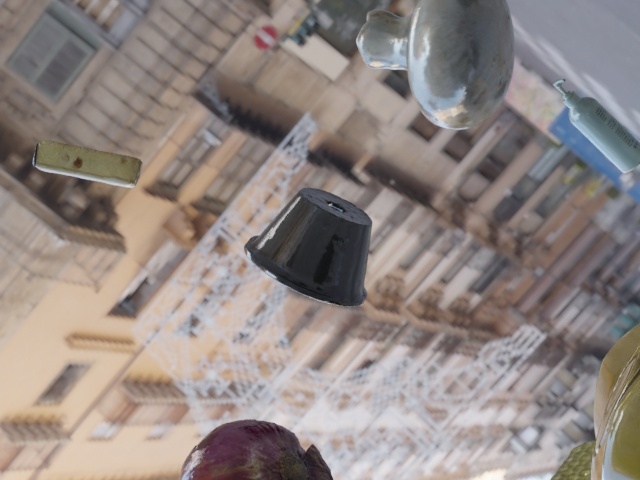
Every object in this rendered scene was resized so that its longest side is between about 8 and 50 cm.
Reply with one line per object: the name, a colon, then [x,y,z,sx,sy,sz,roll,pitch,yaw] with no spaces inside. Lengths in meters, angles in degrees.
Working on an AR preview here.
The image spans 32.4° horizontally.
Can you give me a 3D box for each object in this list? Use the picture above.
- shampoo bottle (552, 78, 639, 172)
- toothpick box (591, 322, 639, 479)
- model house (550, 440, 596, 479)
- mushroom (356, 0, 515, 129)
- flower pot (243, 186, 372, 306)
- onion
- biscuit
shampoo bottle: [0.449,-0.194,1.801,0.195,0.056,0.056,42,-170,-11]
toothpick box: [0.499,0.238,1.142,0.425,0.409,0.409,26,-172,10]
model house: [0.454,0.460,1.884,0.160,0.254,0.196,33,-129,17]
mushroom: [0.172,-0.284,1.645,0.243,0.243,0.243,39,-169,-9]
flower pot: [0.000,0.000,2.167,0.269,0.166,0.269,24,-167,-6]
onion: [-0.131,0.427,1.847,0.230,0.272,0.256,46,-171,5]
biscuit: [-0.416,-0.136,1.972,0.188,0.056,0.052,10,174,-5]
